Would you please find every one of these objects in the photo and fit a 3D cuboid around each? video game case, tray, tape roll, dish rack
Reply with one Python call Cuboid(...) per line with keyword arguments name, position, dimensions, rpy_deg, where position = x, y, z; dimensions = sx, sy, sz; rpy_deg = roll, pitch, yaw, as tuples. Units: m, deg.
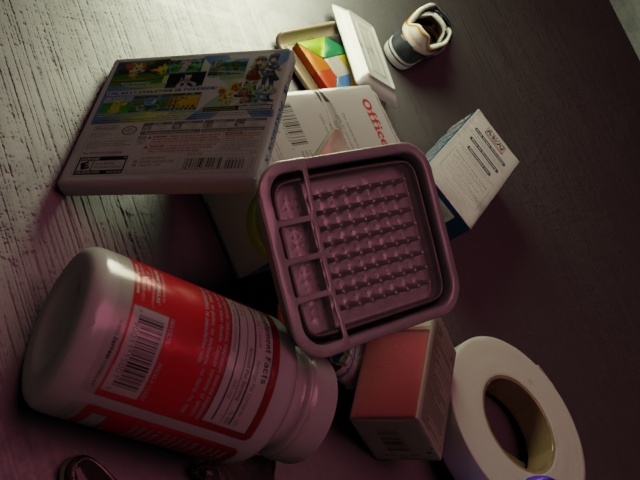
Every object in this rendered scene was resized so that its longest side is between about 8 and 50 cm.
Cuboid(name="video game case", position=(-0.224, -0.193, 1.299), dimensions=(0.036, 0.329, 0.299), rpy_deg=(71, 24, -49))
Cuboid(name="tray", position=(0.108, -0.435, 1.866), dimensions=(0.145, 0.030, 0.270), rpy_deg=(20, 44, -42))
Cuboid(name="tape roll", position=(0.375, 0.376, 1.613), dimensions=(0.392, 0.072, 0.391), rpy_deg=(27, 42, -27))
Cuboid(name="dish rack", position=(0.052, 0.008, 1.225), dimensions=(0.333, 0.072, 0.285), rpy_deg=(-14, 89, -35))

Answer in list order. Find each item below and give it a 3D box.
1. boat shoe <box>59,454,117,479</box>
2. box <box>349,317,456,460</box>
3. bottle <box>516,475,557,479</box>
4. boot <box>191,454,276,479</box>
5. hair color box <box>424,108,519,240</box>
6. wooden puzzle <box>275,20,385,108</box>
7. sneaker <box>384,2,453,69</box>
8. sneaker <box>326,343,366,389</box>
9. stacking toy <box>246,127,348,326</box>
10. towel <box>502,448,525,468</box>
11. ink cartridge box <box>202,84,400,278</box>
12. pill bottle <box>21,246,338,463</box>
Cuboid(name="boat shoe", position=(-0.262, 0.378, 1.074), dimensions=(0.080, 0.073, 0.223), rpy_deg=(-31, 89, -47))
Cuboid(name="box", position=(0.153, 0.256, 1.446), dimensions=(0.148, 0.127, 0.232), rpy_deg=(61, 33, -40))
Cuboid(name="bottle", position=(0.296, 0.475, 1.366), dimensions=(0.118, 0.283, 0.092), rpy_deg=(40, 46, -17))
Cuboid(name="boot", position=(-0.139, 0.432, 1.161), dimensions=(0.263, 0.091, 0.228), rpy_deg=(-4, 64, -47))
Cuboid(name="hair color box", position=(0.326, -0.153, 1.887), dimensions=(0.174, 0.105, 0.347), rpy_deg=(52, 44, -6))
Cuboid(name="wooden puzzle", position=(0.032, -0.377, 1.798), dimensions=(0.221, 0.044, 0.238), rpy_deg=(-27, 86, -47))
Cuboid(name="sneaker", position=(0.286, -0.541, 2.064), dimensions=(0.126, 0.127, 0.321), rpy_deg=(48, 42, -8))
Cuboid(name="sneaker", position=(0.061, 0.194, 1.490), dimensions=(0.083, 0.071, 0.190), rpy_deg=(57, 39, -30))
Cuboid(name="stacking toy", position=(0.000, 0.000, 1.314), dimensions=(0.279, 0.130, 0.309), rpy_deg=(52, 58, -15))
Cuboid(name="towel", position=(0.356, 0.468, 1.612), dimensions=(0.148, 0.027, 0.110), rpy_deg=(34, 48, -23))
Cuboid(name="ink cartridge box", position=(-0.020, -0.121, 1.513), dimensions=(0.395, 0.166, 0.285), rpy_deg=(-15, 78, -45))
Cuboid(name="pill bottle", position=(-0.185, 0.183, 1.145), dimensions=(0.408, 0.229, 0.228), rpy_deg=(26, 51, -29))
